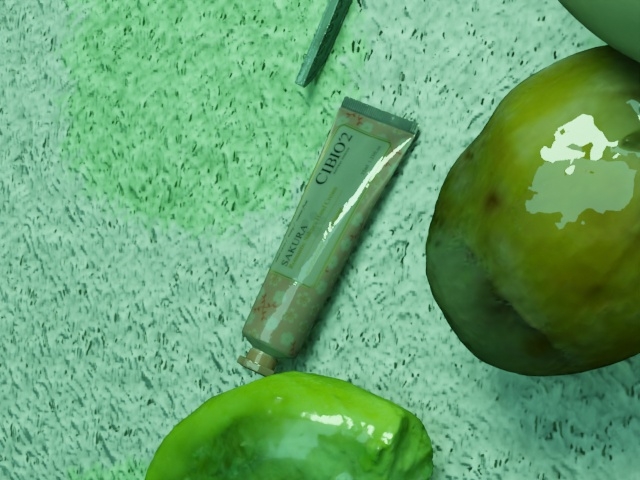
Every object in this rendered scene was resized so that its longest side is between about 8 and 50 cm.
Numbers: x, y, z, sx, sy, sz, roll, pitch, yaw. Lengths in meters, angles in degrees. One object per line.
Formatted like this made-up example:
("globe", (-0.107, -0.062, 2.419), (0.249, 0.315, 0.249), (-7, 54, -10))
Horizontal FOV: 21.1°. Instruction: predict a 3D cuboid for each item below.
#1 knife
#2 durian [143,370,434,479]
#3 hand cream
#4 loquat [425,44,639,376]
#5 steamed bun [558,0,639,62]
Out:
("knife", (0.029, -0.208, 1.253), (0.015, 0.028, 0.210), (24, 95, 8))
("durian", (-0.042, 0.168, 1.191), (0.250, 0.101, 0.139), (-22, 74, 22))
("hand cream", (0.000, 0.000, 1.230), (0.067, 0.043, 0.209), (23, 86, 31))
("loquat", (0.168, -0.015, 1.075), (0.179, 0.179, 0.227), (47, 110, 24))
("steamed bun", (0.230, -0.276, 0.990), (0.241, 0.374, 0.374), (14, 89, 49))
